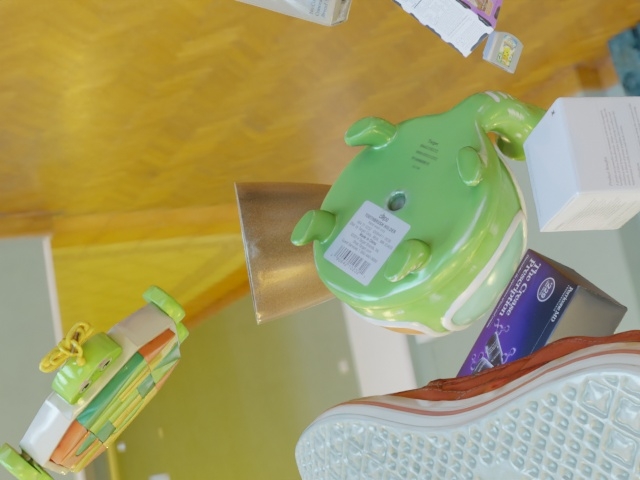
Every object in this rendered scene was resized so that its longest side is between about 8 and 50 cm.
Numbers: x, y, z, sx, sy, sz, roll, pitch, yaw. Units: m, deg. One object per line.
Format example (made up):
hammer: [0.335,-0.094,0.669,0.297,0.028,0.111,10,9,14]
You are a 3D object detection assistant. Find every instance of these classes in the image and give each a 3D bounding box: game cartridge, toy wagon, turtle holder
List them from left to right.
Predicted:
toy wagon: [-0.261,0.174,1.201,0.267,0.068,0.344,-49,174,-16]
turtle holder: [0.139,-0.034,1.245,0.243,0.320,0.227,-4,149,37]
game cartridge: [0.298,-0.309,1.657,0.017,0.056,0.083,18,-176,44]

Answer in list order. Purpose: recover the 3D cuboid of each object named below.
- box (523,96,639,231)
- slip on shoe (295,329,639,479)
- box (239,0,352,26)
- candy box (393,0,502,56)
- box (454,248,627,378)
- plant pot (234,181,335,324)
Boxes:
box: [0.257,-0.071,0.972,0.087,0.101,0.102,-2,160,-11]
slip on shoe: [0.100,0.121,0.573,0.101,0.123,0.331,-21,174,-41]
box: [-0.099,-0.457,1.645,0.311,0.148,0.121,16,-159,10]
candy box: [0.176,-0.392,1.517,0.196,0.165,0.070,35,133,-11]
box: [0.331,0.168,1.573,0.103,0.261,0.184,24,-170,-21]
plant pot: [0.000,0.000,1.682,0.254,0.237,0.237,-10,168,-4]
